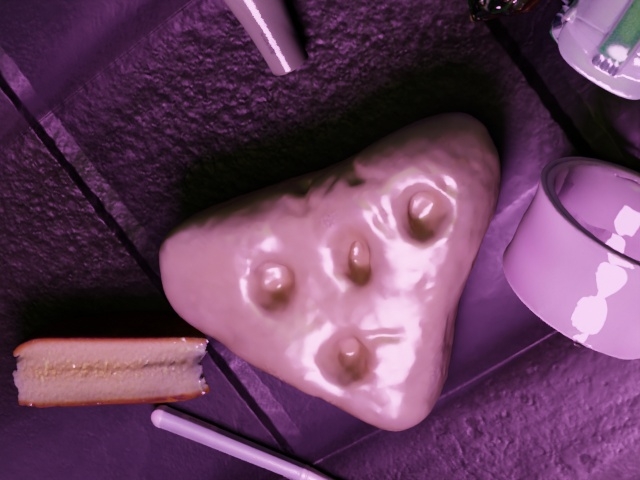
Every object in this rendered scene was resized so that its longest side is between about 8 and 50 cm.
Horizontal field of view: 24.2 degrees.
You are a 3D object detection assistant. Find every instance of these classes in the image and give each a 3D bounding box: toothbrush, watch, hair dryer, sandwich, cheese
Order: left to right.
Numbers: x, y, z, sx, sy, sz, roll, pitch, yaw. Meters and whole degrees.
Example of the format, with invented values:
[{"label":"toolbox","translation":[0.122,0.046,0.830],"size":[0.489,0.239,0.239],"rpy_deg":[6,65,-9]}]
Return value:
[{"label":"sandwich","translation":[-0.228,0.137,1.708],"size":[0.258,0.096,0.094],"rpy_deg":[-3,105,21]},{"label":"toothbrush","translation":[-0.039,0.260,1.735],"size":[0.342,0.025,0.030],"rpy_deg":[18,110,10]},{"label":"hair dryer","translation":[-0.027,-0.274,1.490],"size":[0.225,0.088,0.219],"rpy_deg":[-5,117,4]},{"label":"cheese","translation":[0.000,0.000,1.551],"size":[0.328,0.129,0.351],"rpy_deg":[18,117,10]},{"label":"watch","translation":[0.300,0.014,1.396],"size":[0.231,0.244,0.196],"rpy_deg":[24,118,-1]}]

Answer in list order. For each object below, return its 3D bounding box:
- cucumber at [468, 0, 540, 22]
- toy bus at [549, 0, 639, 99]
[{"label":"cucumber","translation":[0.237,-0.337,1.351],"size":[0.096,0.096,0.359],"rpy_deg":[32,118,3]},{"label":"toy bus","translation":[0.316,-0.255,1.321],"size":[0.133,0.165,0.276],"rpy_deg":[32,117,4]}]
